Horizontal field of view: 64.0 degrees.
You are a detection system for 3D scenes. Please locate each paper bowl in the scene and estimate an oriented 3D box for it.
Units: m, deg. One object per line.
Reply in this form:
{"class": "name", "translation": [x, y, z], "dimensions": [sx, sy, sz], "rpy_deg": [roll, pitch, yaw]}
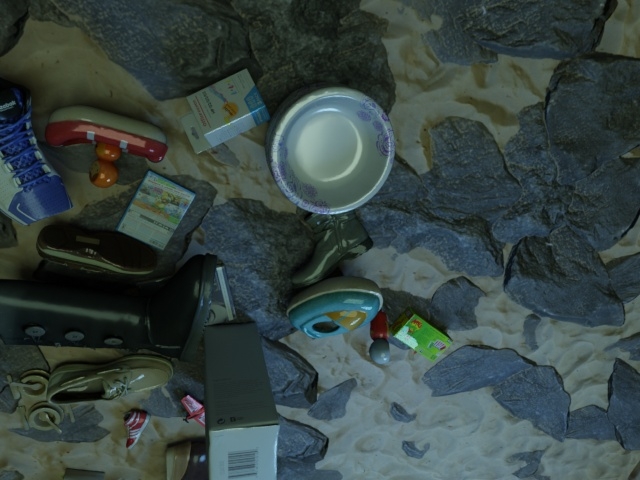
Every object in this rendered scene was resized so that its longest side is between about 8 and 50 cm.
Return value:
{"class": "paper bowl", "translation": [0.015, -0.214, 1.166], "dimensions": [0.284, 0.148, 0.284], "rpy_deg": [-5, 115, -12]}

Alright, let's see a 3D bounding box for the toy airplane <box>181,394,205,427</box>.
{"class": "toy airplane", "translation": [-0.328, 0.474, 1.462], "dimensions": [0.151, 0.028, 0.151], "rpy_deg": [-6, 117, -13]}

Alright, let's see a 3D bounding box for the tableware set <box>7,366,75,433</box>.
{"class": "tableware set", "translation": [-0.728, 0.422, 1.327], "dimensions": [0.128, 0.039, 0.194], "rpy_deg": [-7, 116, -12]}

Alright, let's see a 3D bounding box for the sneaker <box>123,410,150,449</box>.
{"class": "sneaker", "translation": [-0.530, 0.524, 1.425], "dimensions": [0.067, 0.042, 0.118], "rpy_deg": [27, 97, -28]}

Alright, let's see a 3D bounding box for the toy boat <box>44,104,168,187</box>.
{"class": "toy boat", "translation": [-0.438, -0.183, 1.049], "dimensions": [0.231, 0.151, 0.151], "rpy_deg": [13, 91, -19]}

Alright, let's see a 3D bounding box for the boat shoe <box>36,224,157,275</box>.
{"class": "boat shoe", "translation": [-0.517, 0.033, 1.188], "dimensions": [0.258, 0.095, 0.095], "rpy_deg": [20, 138, -27]}

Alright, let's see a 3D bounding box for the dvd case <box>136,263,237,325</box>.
{"class": "dvd case", "translation": [-0.340, 0.156, 1.318], "dimensions": [0.221, 0.018, 0.164], "rpy_deg": [-12, 116, -9]}

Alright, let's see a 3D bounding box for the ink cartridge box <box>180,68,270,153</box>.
{"class": "ink cartridge box", "translation": [-0.213, -0.275, 1.098], "dimensions": [0.181, 0.061, 0.104], "rpy_deg": [-27, 74, -2]}

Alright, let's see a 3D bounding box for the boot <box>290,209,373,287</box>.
{"class": "boot", "translation": [0.000, 0.000, 1.315], "dimensions": [0.247, 0.083, 0.161], "rpy_deg": [-32, 106, 1]}

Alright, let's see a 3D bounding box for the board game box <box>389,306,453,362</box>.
{"class": "board game box", "translation": [0.301, 0.283, 1.530], "dimensions": [0.181, 0.043, 0.092], "rpy_deg": [35, 101, -26]}

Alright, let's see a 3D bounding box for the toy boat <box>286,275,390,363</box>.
{"class": "toy boat", "translation": [0.084, 0.216, 1.354], "dimensions": [0.267, 0.148, 0.318], "rpy_deg": [-28, 136, 33]}

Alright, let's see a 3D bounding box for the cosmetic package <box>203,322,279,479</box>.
{"class": "cosmetic package", "translation": [-0.206, 0.395, 1.258], "dimensions": [0.156, 0.385, 0.217], "rpy_deg": [-1, 117, -13]}

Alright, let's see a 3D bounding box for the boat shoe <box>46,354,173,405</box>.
{"class": "boat shoe", "translation": [-0.533, 0.368, 1.315], "dimensions": [0.302, 0.098, 0.109], "rpy_deg": [0, 113, -20]}

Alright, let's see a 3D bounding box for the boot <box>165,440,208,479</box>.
{"class": "boot", "translation": [-0.352, 0.707, 1.528], "dimensions": [0.207, 0.090, 0.248], "rpy_deg": [0, 111, -12]}

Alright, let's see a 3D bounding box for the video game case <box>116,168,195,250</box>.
{"class": "video game case", "translation": [-0.386, -0.069, 1.203], "dimensions": [0.119, 0.015, 0.166], "rpy_deg": [28, 105, -23]}

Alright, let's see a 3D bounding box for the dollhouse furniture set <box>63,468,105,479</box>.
{"class": "dollhouse furniture set", "translation": [-0.677, 0.779, 1.392], "dimensions": [0.212, 0.242, 0.161], "rpy_deg": [16, 109, -21]}

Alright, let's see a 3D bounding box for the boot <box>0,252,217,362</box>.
{"class": "boot", "translation": [-0.480, 0.135, 1.148], "dimensions": [0.445, 0.146, 0.367], "rpy_deg": [13, 130, -14]}

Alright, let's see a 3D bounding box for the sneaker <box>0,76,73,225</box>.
{"class": "sneaker", "translation": [-0.585, -0.185, 0.951], "dimensions": [0.127, 0.182, 0.315], "rpy_deg": [-35, 102, -36]}
